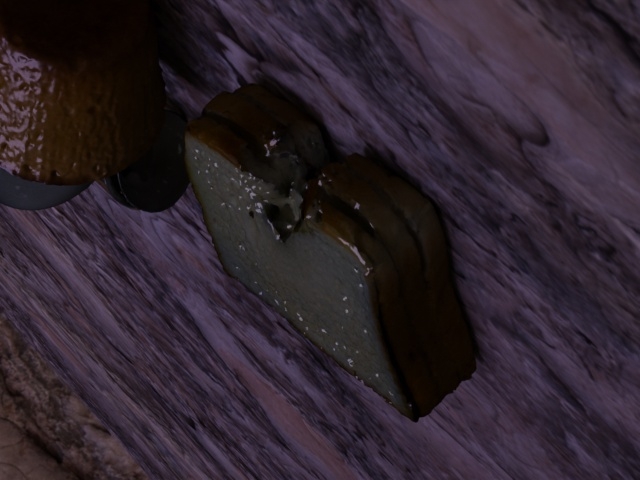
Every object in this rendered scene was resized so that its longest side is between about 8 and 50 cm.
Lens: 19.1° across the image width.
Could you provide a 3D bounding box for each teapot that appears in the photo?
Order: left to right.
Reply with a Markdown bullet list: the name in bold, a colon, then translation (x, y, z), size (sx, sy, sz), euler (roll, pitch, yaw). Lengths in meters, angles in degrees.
- **teapot**: translation (-0.249, -0.106, 1.982), size (0.251, 0.183, 0.183), euler (15, 143, 41)

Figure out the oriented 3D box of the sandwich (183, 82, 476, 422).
- **sandwich**: translation (0.001, -0.001, 1.669), size (0.273, 0.095, 0.249), euler (37, 159, 35)

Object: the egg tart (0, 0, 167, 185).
- **egg tart**: translation (-0.240, -0.171, 1.770), size (0.215, 0.215, 0.171), euler (45, 148, 18)

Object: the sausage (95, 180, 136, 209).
- **sausage**: translation (-0.281, -0.124, 2.169), size (0.301, 0.066, 0.065), euler (39, 160, 33)
